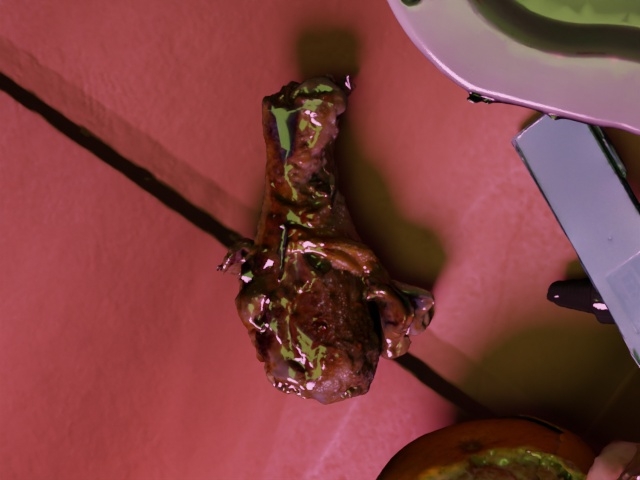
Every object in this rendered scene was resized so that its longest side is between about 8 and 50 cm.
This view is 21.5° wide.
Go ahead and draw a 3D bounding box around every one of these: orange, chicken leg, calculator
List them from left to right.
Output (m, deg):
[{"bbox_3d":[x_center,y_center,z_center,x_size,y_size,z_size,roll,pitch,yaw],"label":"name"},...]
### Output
[{"bbox_3d":[-0.007,0.003,1.039,0.125,0.080,0.196,-19,94,16],"label":"chicken leg"},{"bbox_3d":[0.104,0.176,1.010,0.156,0.156,0.134,-12,114,24],"label":"orange"},{"bbox_3d":[0.170,-0.001,0.962,0.057,0.018,0.172,-39,71,32],"label":"calculator"}]

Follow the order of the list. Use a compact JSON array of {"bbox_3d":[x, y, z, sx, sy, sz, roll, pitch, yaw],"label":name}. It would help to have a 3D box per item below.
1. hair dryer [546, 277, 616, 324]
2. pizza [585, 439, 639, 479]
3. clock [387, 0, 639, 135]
[{"bbox_3d":[0.248,0.021,0.958,0.248,0.070,0.114,5,112,29],"label":"hair dryer"},{"bbox_3d":[0.341,0.162,0.899,0.391,0.080,0.435,-4,122,21],"label":"pizza"},{"bbox_3d":[0.168,-0.199,0.700,0.338,0.102,0.339,4,116,9],"label":"clock"}]
